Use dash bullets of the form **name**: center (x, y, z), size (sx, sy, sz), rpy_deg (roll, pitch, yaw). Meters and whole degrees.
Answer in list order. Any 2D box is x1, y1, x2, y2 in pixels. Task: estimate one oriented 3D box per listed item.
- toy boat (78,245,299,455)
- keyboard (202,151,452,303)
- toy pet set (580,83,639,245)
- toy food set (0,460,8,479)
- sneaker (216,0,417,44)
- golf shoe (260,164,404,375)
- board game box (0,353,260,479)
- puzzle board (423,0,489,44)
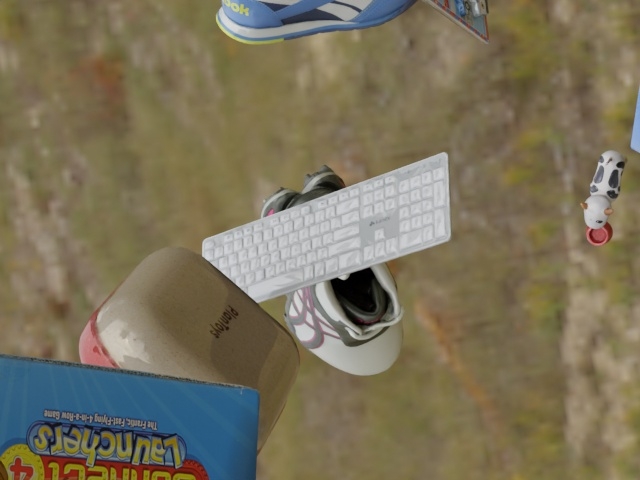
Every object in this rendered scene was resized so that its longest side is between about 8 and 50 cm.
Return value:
- **toy boat**: center (-0.113, 0.108, 1.403), size (0.151, 0.151, 0.231), rpy_deg (-47, 3, 19)
- **keyboard**: center (0.000, 0.000, 1.506), size (0.256, 0.014, 0.072), rpy_deg (-19, 55, 38)
- **toy pet set**: center (0.201, -0.029, 1.024), size (0.065, 0.122, 0.114), rpy_deg (-46, -35, -65)
- **toy food set**: center (-0.166, 0.139, 0.618), size (0.104, 0.111, 0.232), rpy_deg (51, -156, -39)
- **sneaker**: center (0.005, -0.165, 1.211), size (0.053, 0.144, 0.059), rpy_deg (-126, 29, -44)
- **golf shoe**: center (0.024, 0.059, 1.750), size (0.120, 0.105, 0.273), rpy_deg (53, 173, 40)
- **board game box**: center (-0.243, 0.105, 0.931), size (0.308, 0.302, 0.086), rpy_deg (-8, 76, 43)
- **puzzle board**: center (0.100, -0.223, 1.465), size (0.011, 0.096, 0.128), rpy_deg (-16, 66, 30)
